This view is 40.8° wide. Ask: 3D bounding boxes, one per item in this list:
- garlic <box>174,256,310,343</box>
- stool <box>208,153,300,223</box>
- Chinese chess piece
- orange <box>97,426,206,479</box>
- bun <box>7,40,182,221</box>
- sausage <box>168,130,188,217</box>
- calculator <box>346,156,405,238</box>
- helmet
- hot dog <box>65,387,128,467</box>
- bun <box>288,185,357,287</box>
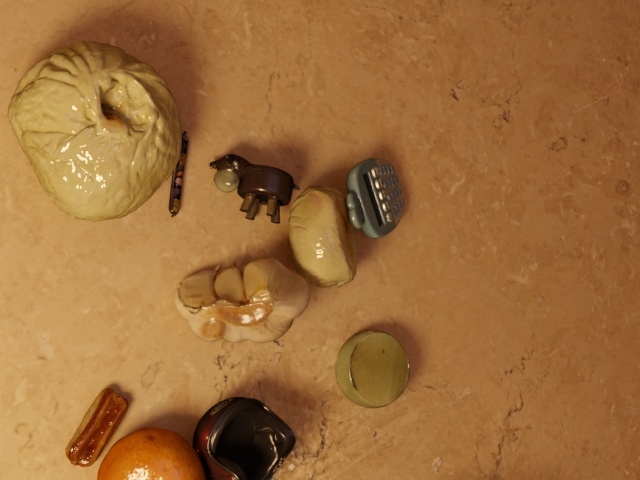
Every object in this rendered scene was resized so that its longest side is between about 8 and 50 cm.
[{"bbox_3d":[-0.161,0.134,1.872,0.281,0.203,0.185,-17,123,3],"label":"garlic"},{"bbox_3d":[-0.153,-0.118,1.938,0.217,0.125,0.121,18,77,-20],"label":"stool"},{"bbox_3d":[0.126,0.312,2.089,0.188,0.083,0.189,4,81,-29],"label":"Chinese chess piece"},{"bbox_3d":[-0.339,0.487,1.721,0.224,0.170,0.224,0,90,-5],"label":"orange"},{"bbox_3d":[-0.431,-0.218,1.710,0.349,0.227,0.353,30,72,-28],"label":"bun"},{"bbox_3d":[-0.312,-0.147,1.895,0.028,0.025,0.199,13,79,-28],"label":"sausage"},{"bbox_3d":[0.131,-0.104,2.093,0.302,0.042,0.188,-30,105,-56],"label":"calculator"},{"bbox_3d":[-0.171,0.436,1.818,0.189,0.193,0.216,-34,115,-36],"label":"helmet"},{"bbox_3d":[-0.451,0.380,1.736,0.071,0.045,0.165,39,66,-24],"label":"hot dog"},{"bbox_3d":[0.000,0.000,1.991,0.244,0.153,0.244,-8,90,-72],"label":"bun"}]
